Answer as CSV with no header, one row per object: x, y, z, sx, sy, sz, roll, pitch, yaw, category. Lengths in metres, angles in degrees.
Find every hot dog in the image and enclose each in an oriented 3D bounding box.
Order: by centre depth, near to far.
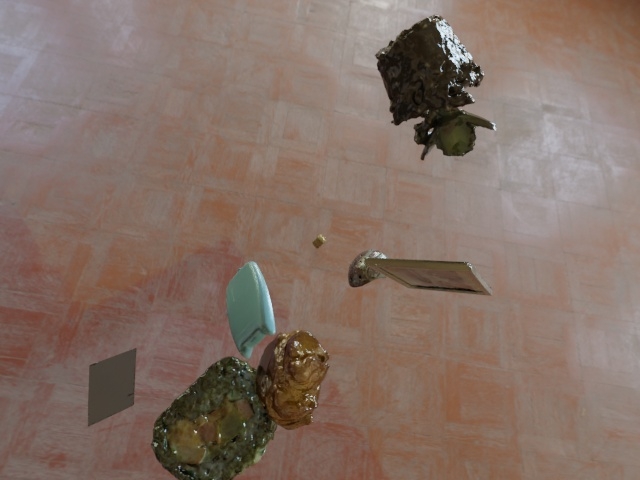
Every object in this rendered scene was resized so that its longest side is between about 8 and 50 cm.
0.000,0.000,1.384,0.034,0.090,0.030,-37,87,-20,hot dog

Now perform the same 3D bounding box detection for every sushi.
-0.287,0.533,1.213,0.352,0.178,0.294,-42,81,-21,sushi

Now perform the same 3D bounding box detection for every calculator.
-0.302,0.265,1.702,0.054,0.256,0.386,19,36,-39,calculator

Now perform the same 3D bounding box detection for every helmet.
0.170,0.088,1.460,0.177,0.153,0.107,-18,94,-42,helmet

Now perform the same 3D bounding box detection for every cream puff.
-0.080,0.347,1.063,0.155,0.269,0.241,16,77,-13,cream puff

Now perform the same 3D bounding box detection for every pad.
-0.705,0.495,1.406,0.004,0.243,0.164,21,19,32,pad

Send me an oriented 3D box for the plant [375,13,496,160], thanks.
0.174,-0.228,0.638,0.203,0.142,0.131,50,44,-15,plant

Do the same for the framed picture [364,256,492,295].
0.272,0.089,0.993,0.232,0.315,0.024,2,74,31,framed picture
